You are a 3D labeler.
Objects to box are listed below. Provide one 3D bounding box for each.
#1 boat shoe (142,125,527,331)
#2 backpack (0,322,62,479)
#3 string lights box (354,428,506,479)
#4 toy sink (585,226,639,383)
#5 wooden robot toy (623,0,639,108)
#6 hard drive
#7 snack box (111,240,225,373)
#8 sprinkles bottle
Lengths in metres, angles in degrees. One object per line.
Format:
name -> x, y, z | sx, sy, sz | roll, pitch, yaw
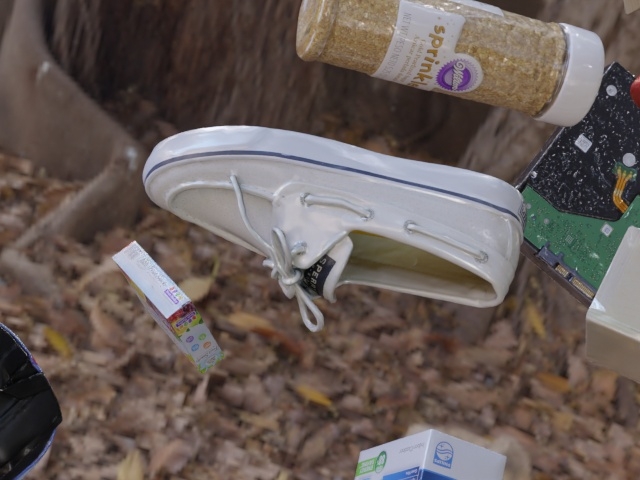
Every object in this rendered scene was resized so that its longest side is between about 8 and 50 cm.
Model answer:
boat shoe -> 0.001, 0.005, 1.223 | 0.367, 0.136, 0.156 | 11, 59, 3
backpack -> -0.456, 0.213, 1.571 | 0.263, 0.276, 0.213 | -32, 20, -13
string lights box -> 0.064, 0.293, 1.048 | 0.077, 0.133, 0.259 | 22, 65, -17
toy sink -> 0.425, 0.100, 1.446 | 0.234, 0.131, 0.153 | 24, -15, 20
wooden robot toy -> 0.194, -0.069, 0.582 | 0.079, 0.076, 0.173 | 17, -25, 46
hard drive -> 0.455, -0.086, 2.108 | 0.237, 0.339, 0.064 | 39, -14, -5
snack box -> -0.170, 0.074, 1.468 | 0.037, 0.100, 0.141 | -37, 43, -11
sprinkles bottle -> 0.153, -0.231, 1.557 | 0.355, 0.121, 0.121 | 12, 23, -14
